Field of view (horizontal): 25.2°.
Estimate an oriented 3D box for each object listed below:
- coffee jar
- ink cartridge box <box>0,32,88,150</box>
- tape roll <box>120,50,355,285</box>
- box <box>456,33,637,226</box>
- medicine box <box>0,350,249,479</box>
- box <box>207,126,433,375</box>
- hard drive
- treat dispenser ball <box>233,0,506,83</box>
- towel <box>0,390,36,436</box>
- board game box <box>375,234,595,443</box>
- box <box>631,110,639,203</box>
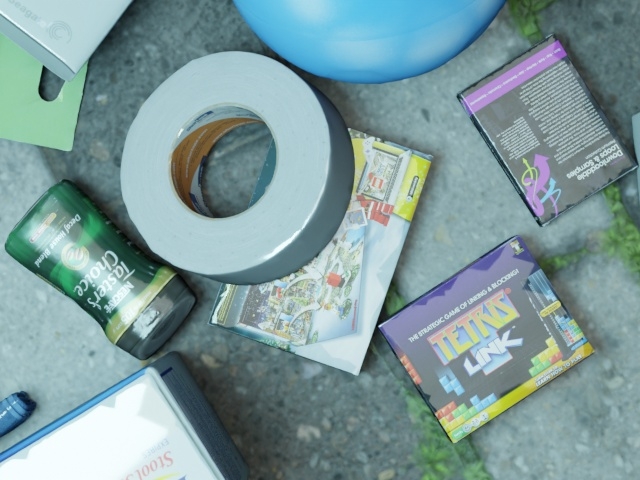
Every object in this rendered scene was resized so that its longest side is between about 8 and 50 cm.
[{"bbox_3d":[-0.214,0.031,1.414,0.184,0.079,0.096,40,87,0],"label":"coffee jar"},{"bbox_3d":[-0.337,-0.186,1.387,0.235,0.056,0.171,10,94,-20],"label":"ink cartridge box"},{"bbox_3d":[-0.080,-0.069,1.386,0.219,0.072,0.219,-4,78,20],"label":"tape roll"},{"bbox_3d":[0.229,-0.111,1.455,0.116,0.029,0.162,-32,87,-2],"label":"box"},{"bbox_3d":[-0.214,0.233,1.298,0.264,0.289,0.149,-31,89,-3],"label":"medicine box"},{"bbox_3d":[0.000,0.000,1.436,0.159,0.044,0.233,19,87,0],"label":"box"},{"bbox_3d":[-0.235,-0.332,1.382,0.203,0.040,0.307,37,67,-12],"label":"hard drive"},{"bbox_3d":[0.046,-0.289,1.330,0.288,0.288,0.288,0,87,-1],"label":"treat dispenser ball"},{"bbox_3d":[-0.335,0.194,1.409,0.119,0.067,0.029,-37,87,-3],"label":"towel"},{"bbox_3d":[0.164,0.098,1.434,0.170,0.048,0.141,-33,90,-3],"label":"board game box"},{"bbox_3d":[0.364,-0.085,1.420,0.087,0.102,0.101,-5,89,0],"label":"box"}]
